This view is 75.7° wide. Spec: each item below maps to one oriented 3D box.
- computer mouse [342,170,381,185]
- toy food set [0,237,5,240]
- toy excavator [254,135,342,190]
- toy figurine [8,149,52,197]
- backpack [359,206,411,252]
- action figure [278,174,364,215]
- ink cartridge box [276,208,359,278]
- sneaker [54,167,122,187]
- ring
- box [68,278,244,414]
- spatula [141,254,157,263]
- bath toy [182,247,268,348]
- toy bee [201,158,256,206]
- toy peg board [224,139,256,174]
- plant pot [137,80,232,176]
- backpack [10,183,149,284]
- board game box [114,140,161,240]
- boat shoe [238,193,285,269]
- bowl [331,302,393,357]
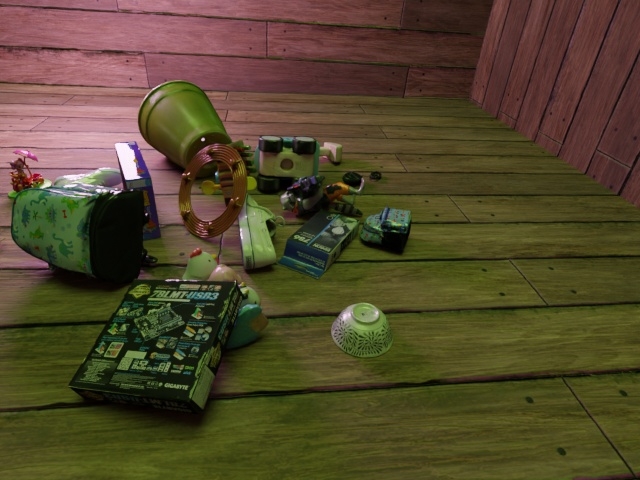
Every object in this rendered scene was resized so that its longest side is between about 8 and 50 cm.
[{"bbox_3d":[0.198,-0.292,1.940,0.242,0.041,0.071,-12,44,-35],"label":"computer mouse"},{"bbox_3d":[-1.089,0.007,1.337,0.122,0.019,0.078,5,32,16],"label":"toy food set"},{"bbox_3d":[-0.089,-0.400,1.934,0.432,0.223,0.445,1,24,-7],"label":"toy excavator"},{"bbox_3d":[-1.178,-0.276,1.631,0.130,0.159,0.173,11,34,11],"label":"toy figurine"},{"bbox_3d":[0.234,-0.049,1.491,0.173,0.117,0.158,12,33,17],"label":"backpack"},{"bbox_3d":[0.005,-0.166,1.590,0.329,0.179,0.341,-7,6,-8],"label":"action figure"},{"bbox_3d":[0.000,0.000,1.437,0.165,0.065,0.333,18,36,19],"label":"ink cartridge box"},{"bbox_3d":[-0.921,-0.222,1.661,0.258,0.094,0.091,-17,57,-23],"label":"sneaker"},{"bbox_3d":[-0.390,-0.176,1.443,0.336,0.337,0.032,29,7,32],"label":"ring"},{"bbox_3d":[-0.357,0.222,0.937,0.295,0.073,0.294,0,45,14],"label":"box"},{"bbox_3d":[-0.647,0.030,1.341,0.296,0.030,0.084,17,34,19],"label":"spatula"},{"bbox_3d":[-0.275,0.134,1.137,0.151,0.129,0.348,-18,39,-31],"label":"bath toy"},{"bbox_3d":[-0.337,-0.194,1.594,0.195,0.298,0.162,-14,71,13],"label":"toy bee"},{"bbox_3d":[-0.365,-0.347,1.821,0.079,0.161,0.160,8,29,35],"label":"toy peg board"},{"bbox_3d":[-0.585,-0.478,1.887,0.366,0.367,0.353,-21,53,-34],"label":"plant pot"},{"bbox_3d":[-0.720,-0.043,1.222,0.355,0.290,0.273,21,17,34],"label":"backpack"},{"bbox_3d":[-0.663,-0.187,1.487,0.078,0.234,0.347,-13,36,-25],"label":"board game box"},{"bbox_3d":[-0.202,-0.048,1.420,0.156,0.136,0.367,-4,37,-13],"label":"boat shoe"},{"bbox_3d":[0.115,0.220,1.094,0.170,0.080,0.170,3,34,-2],"label":"bowl"}]
